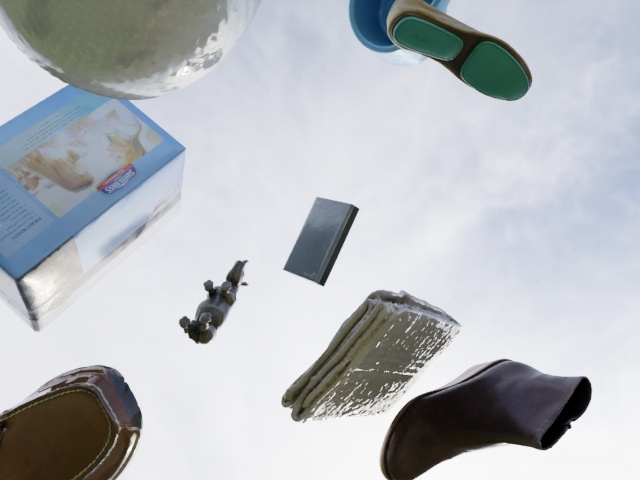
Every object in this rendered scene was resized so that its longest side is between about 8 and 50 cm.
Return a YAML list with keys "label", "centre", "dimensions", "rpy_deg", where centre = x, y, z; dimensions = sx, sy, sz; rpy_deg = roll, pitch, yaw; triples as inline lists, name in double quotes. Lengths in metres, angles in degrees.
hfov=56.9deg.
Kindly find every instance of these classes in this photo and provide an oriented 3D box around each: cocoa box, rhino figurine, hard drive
- label: "cocoa box"
  centre: [-0.431, -0.069, 1.000]
  dimensions: [0.231, 0.347, 0.228]
  rpy_deg: [39, -31, 6]
- label: "rhino figurine"
  centre: [-0.230, 0.133, 1.353]
  dimensions: [0.073, 0.243, 0.106]
  rpy_deg: [20, -36, 17]
- label: "hard drive"
  centre: [0.000, 0.000, 0.941]
  dimensions: [0.022, 0.094, 0.135]
  rpy_deg: [30, -99, -40]

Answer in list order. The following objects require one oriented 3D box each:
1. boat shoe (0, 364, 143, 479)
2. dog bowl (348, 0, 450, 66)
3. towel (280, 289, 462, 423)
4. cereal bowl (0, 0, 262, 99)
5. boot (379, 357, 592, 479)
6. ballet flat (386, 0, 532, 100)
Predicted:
- label: "boat shoe"
  centre: [-0.308, 0.232, 0.558]
  dimensions: [0.324, 0.120, 0.123]
  rpy_deg: [-35, -96, 20]
- label: "dog bowl"
  centre: [0.151, -0.402, 0.878]
  dimensions: [0.166, 0.074, 0.297]
  rpy_deg: [47, -57, 18]
- label: "towel"
  centre: [0.077, 0.155, 0.769]
  dimensions: [0.187, 0.049, 0.282]
  rpy_deg: [-50, -31, 9]
- label: "cereal bowl"
  centre: [-0.223, -0.323, 0.602]
  dimensions: [0.338, 0.141, 0.339]
  rpy_deg: [1, -86, 17]
- label: "boot"
  centre: [0.209, 0.244, 0.781]
  dimensions: [0.090, 0.248, 0.207]
  rpy_deg: [58, -23, -9]
- label: "ballet flat"
  centre: [0.196, -0.270, 0.812]
  dimensions: [0.232, 0.073, 0.080]
  rpy_deg: [22, -44, -22]
